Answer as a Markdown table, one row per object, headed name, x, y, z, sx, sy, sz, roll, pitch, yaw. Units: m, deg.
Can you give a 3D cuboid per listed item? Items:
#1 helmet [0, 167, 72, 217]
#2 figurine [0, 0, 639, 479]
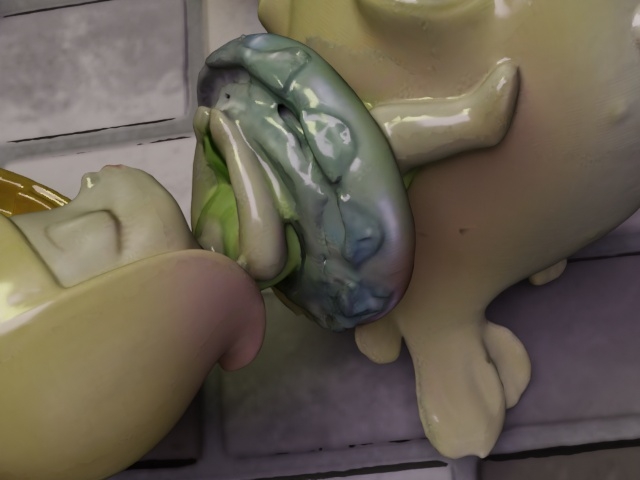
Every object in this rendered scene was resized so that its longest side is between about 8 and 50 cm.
| name | x | y | z | sx | sy | sz | roll | pitch | yaw |
| --- | --- | --- | --- | --- | --- | --- | --- | --- | --- |
| helmet | -0.218 | 0.072 | 0.512 | 0.257 | 0.140 | 0.205 | -10 | 49 | -29 |
| figurine | 0.000 | 0.000 | 0.455 | 0.394 | 0.226 | 0.274 | -31 | 107 | -23 |
